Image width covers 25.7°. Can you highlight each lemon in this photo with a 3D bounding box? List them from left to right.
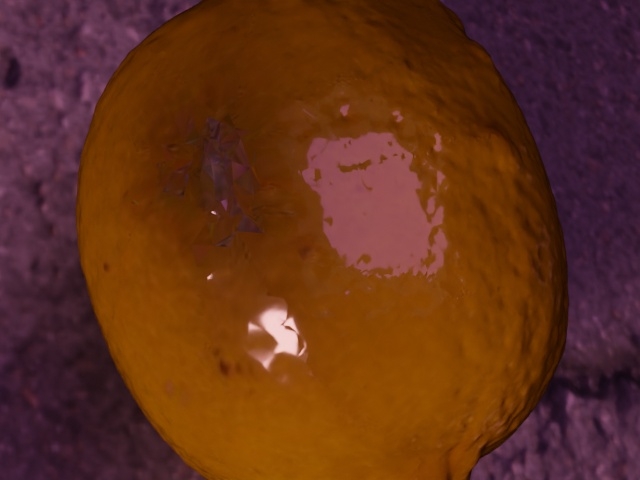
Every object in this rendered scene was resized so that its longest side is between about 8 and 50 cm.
[{"bbox_3d":[0.001,0.002,0.734,0.260,0.260,0.284,-37,81,-35],"label":"lemon"}]
